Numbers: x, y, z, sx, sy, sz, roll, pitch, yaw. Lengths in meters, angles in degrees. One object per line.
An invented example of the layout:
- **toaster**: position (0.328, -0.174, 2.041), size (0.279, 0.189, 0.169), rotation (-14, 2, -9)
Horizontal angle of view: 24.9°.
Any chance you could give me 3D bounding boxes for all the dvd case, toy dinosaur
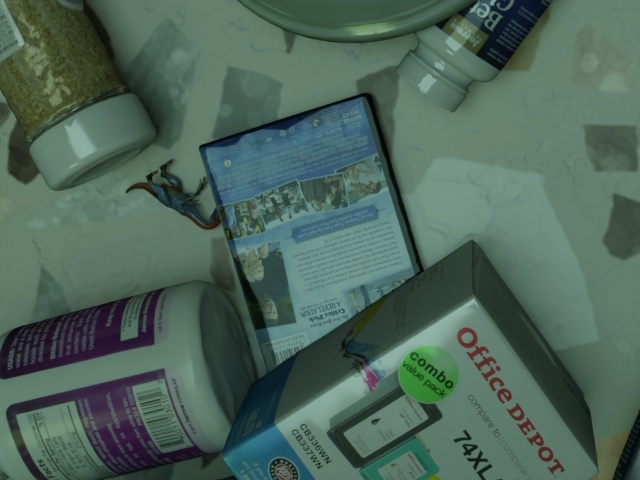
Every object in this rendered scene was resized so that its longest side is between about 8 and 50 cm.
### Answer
- **dvd case**: position (0.000, 0.000, 1.436), size (0.180, 0.022, 0.253), rotation (-17, 91, 10)
- **toy dinosaur**: position (-0.139, -0.041, 1.470), size (0.090, 0.047, 0.082), rotation (-26, 99, 47)

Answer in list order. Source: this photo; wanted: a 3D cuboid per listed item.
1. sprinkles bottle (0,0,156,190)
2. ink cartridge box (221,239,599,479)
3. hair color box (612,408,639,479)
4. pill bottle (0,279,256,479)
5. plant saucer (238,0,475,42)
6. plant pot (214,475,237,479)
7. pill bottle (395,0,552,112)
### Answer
- **sprinkles bottle**: position (-0.296, -0.228, 1.435), size (0.121, 0.121, 0.355), rotation (-29, 88, 14)
- **ink cartridge box**: position (0.086, 0.169, 1.331), size (0.270, 0.197, 0.198), rotation (-34, 98, 13)
- **hair color box**: position (0.366, 0.196, 1.303), size (0.174, 0.105, 0.347), rotation (21, 89, 10)
- **pill bottle**: position (-0.228, 0.153, 1.431), size (0.301, 0.169, 0.169), rotation (-15, 92, 14)
- **plant saucer**: position (0.028, -0.384, 1.311), size (0.400, 0.100, 0.400), rotation (-2, 85, 25)
- **plant pot**: position (-0.140, 0.416, 1.370), size (0.341, 0.341, 0.334), rotation (-20, 82, 14)
- **pill bottle**: position (0.146, -0.207, 1.350), size (0.094, 0.094, 0.169), rotation (37, 102, 7)
